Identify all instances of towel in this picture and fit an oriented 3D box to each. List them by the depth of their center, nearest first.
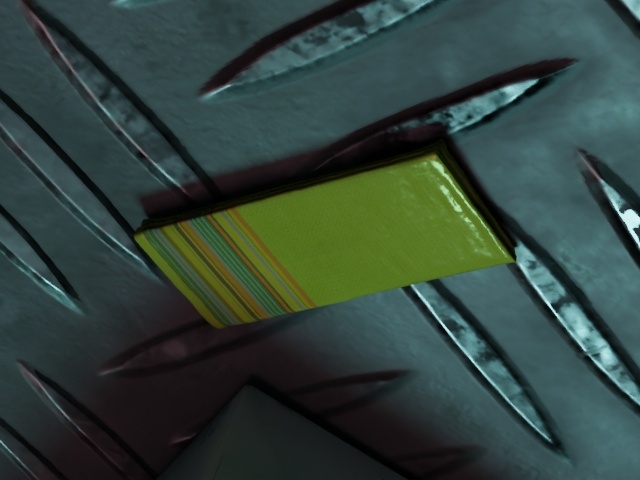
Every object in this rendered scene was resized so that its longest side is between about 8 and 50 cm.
[{"bbox_3d":[0.000,0.000,1.183,0.237,0.021,0.102,-14,131,33],"label":"towel"}]

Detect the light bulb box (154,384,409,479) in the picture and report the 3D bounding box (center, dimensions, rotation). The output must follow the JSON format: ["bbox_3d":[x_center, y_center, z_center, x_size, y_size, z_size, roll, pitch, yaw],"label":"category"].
[{"bbox_3d":[-0.020,0.352,1.387,0.358,0.225,0.361,33,138,-9],"label":"light bulb box"}]
